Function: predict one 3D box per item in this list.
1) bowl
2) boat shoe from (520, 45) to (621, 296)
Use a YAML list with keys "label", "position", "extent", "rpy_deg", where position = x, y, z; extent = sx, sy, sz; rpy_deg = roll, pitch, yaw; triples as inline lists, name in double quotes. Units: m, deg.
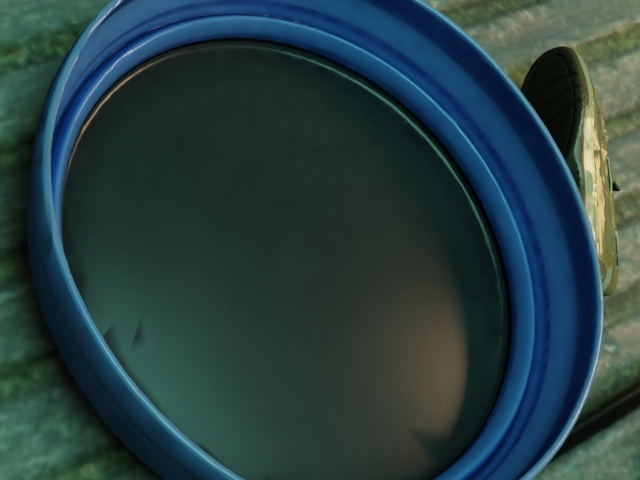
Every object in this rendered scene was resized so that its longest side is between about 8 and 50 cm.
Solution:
- label: "bowl"
  position: [0.000, 0.000, 0.932]
  extent: [0.391, 0.077, 0.391]
  rpy_deg: [14, 60, -25]
- label: "boat shoe"
  position: [0.188, -0.048, 1.086]
  extent: [0.072, 0.068, 0.190]
  rpy_deg: [17, 67, -37]
